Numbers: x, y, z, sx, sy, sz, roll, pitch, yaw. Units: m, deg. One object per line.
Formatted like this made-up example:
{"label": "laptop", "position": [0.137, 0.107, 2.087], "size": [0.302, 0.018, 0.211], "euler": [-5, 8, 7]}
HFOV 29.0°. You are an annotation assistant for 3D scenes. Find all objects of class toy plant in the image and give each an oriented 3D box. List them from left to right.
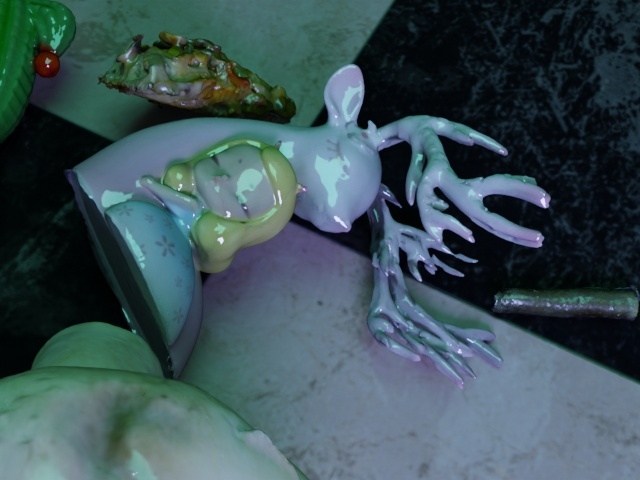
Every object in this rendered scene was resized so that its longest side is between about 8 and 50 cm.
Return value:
{"label": "toy plant", "position": [-0.321, -0.141, 1.118], "size": [0.154, 0.088, 0.240], "euler": [18, 65, 21]}

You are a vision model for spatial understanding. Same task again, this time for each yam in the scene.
{"label": "yam", "position": [0.211, 0.051, 1.078], "size": [0.129, 0.027, 0.033], "euler": [4, 94, -7]}

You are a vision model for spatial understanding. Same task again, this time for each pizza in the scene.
{"label": "pizza", "position": [-0.118, -0.145, 1.085], "size": [0.147, 0.226, 0.069], "euler": [19, 94, 31]}

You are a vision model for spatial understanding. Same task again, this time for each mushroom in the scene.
{"label": "mushroom", "position": [-0.153, 0.216, 0.783], "size": [0.315, 0.356, 0.315], "euler": [3, 80, -17]}

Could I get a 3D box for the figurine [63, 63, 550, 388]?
{"label": "figurine", "position": [-0.002, 0.005, 1.003], "size": [0.315, 0.206, 0.284], "euler": [-27, 56, -16]}
